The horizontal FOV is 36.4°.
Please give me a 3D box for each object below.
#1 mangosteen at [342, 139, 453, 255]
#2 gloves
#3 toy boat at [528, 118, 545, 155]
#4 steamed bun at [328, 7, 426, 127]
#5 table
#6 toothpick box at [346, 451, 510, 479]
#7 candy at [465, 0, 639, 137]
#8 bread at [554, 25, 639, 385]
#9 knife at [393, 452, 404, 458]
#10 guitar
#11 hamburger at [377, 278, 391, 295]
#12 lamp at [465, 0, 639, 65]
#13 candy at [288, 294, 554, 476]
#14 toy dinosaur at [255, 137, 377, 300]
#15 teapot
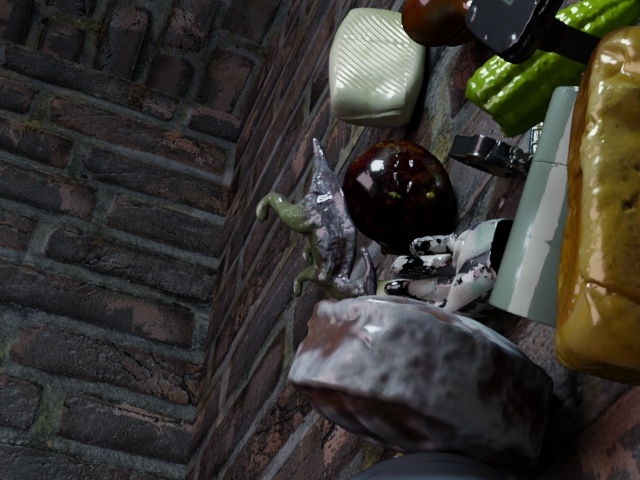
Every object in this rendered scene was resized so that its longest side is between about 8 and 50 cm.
[{"bbox_3d":[0.109,-0.066,1.446,0.184,0.172,0.172,166,120,-82],"label":"mangosteen"},{"bbox_3d":[0.170,0.051,1.206,0.212,0.111,0.127,-41,59,59],"label":"gloves"},{"bbox_3d":[0.273,-0.125,1.132,0.080,0.046,0.229,136,147,-61],"label":"toy boat"},{"bbox_3d":[0.101,-0.293,1.753,0.152,0.170,0.239,85,-166,-60],"label":"steamed bun"},{"bbox_3d":[0.252,-0.025,0.933,0.126,0.126,0.220,-154,82,-75],"label":"table"},{"bbox_3d":[0.109,0.355,0.782,0.355,0.263,0.263,-111,40,-65],"label":"toothpick box"},{"bbox_3d":[0.261,-0.202,1.076,0.209,0.097,0.097,-37,26,15],"label":"candy"},{"bbox_3d":[0.280,-0.028,0.768,0.132,0.167,0.294,77,-157,-70],"label":"bread"},{"bbox_3d":[0.101,0.316,1.323,0.046,0.022,0.256,-111,40,-61],"label":"knife"},{"bbox_3d":[0.215,-0.101,1.167,0.271,0.084,0.038,-117,46,-84],"label":"guitar"},{"bbox_3d":[0.087,0.141,1.412,0.210,0.116,0.173,166,112,-69],"label":"hamburger"},{"bbox_3d":[0.282,-0.240,0.899,0.124,0.283,0.203,45,120,43],"label":"lamp"},{"bbox_3d":[0.107,0.143,0.985,0.214,0.289,0.157,-6,61,52],"label":"candy"},{"bbox_3d":[0.006,0.001,1.394,0.162,0.077,0.294,-47,62,41],"label":"toy dinosaur"},{"bbox_3d":[0.214,-0.353,1.485,0.178,0.135,0.252,-36,1,8],"label":"teapot"}]
